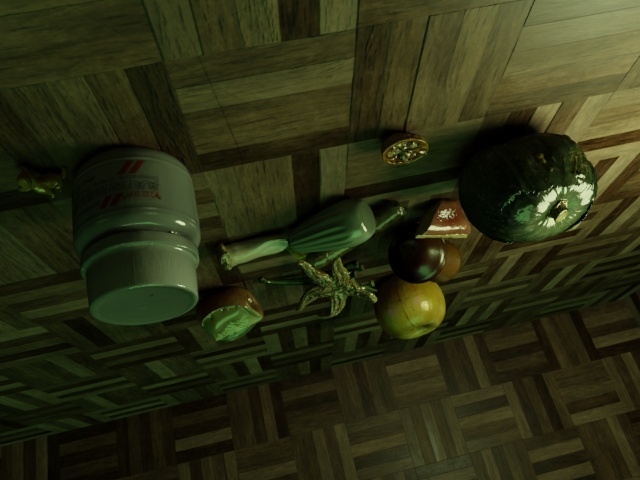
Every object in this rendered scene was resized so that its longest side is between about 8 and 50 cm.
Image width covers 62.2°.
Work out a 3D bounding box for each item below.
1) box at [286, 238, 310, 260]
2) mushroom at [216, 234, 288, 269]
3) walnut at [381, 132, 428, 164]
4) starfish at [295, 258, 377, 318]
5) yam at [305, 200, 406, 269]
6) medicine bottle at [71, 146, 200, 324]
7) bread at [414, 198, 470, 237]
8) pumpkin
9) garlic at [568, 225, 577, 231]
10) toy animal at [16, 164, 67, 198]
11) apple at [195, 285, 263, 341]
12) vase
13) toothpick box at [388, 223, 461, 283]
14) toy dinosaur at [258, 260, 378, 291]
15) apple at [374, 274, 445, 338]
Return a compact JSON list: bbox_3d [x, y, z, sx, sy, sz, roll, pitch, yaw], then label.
[{"bbox_3d":[0.000,0.000,1.609,0.193,0.030,0.121,-20,155,13],"label":"box"},{"bbox_3d":[-0.196,0.024,1.513,0.209,0.071,0.084,-16,126,-4],"label":"mushroom"},{"bbox_3d":[0.190,-0.221,1.230,0.121,0.052,0.091,-3,151,-27],"label":"walnut"},{"bbox_3d":[0.027,0.147,1.760,0.299,0.060,0.302,-7,129,19],"label":"starfish"},{"bbox_3d":[0.101,-0.016,1.529,0.317,0.071,0.067,-33,117,10],"label":"yam"},{"bbox_3d":[-0.366,-0.006,1.075,0.245,0.306,0.245,-12,155,-6],"label":"medicine bottle"},{"bbox_3d":[0.369,-0.064,1.599,0.192,0.119,0.067,2,180,-28],"label":"bread"},{"bbox_3d":[0.530,-0.138,1.356,0.327,0.257,0.291,-25,138,0],"label":"pumpkin"},{"bbox_3d":[0.679,-0.142,1.544,0.218,0.218,0.212,-1,122,-27],"label":"garlic"},{"bbox_3d":[-0.547,-0.122,1.034,0.081,0.060,0.083,-44,146,5],"label":"toy animal"},{"bbox_3d":[-0.304,0.237,1.771,0.188,0.174,0.207,-37,151,0],"label":"apple"},{"bbox_3d":[0.023,-0.029,1.463,0.248,0.128,0.128,-18,156,29],"label":"vase"},{"bbox_3d":[0.346,0.054,1.735,0.192,0.192,0.294,-27,158,25],"label":"toothpick box"},{"bbox_3d":[0.021,0.168,1.901,0.301,0.087,0.447,-25,146,20],"label":"toy dinosaur"},{"bbox_3d":[0.344,0.249,2.071,0.286,0.233,0.286,-13,151,-7],"label":"apple"}]
